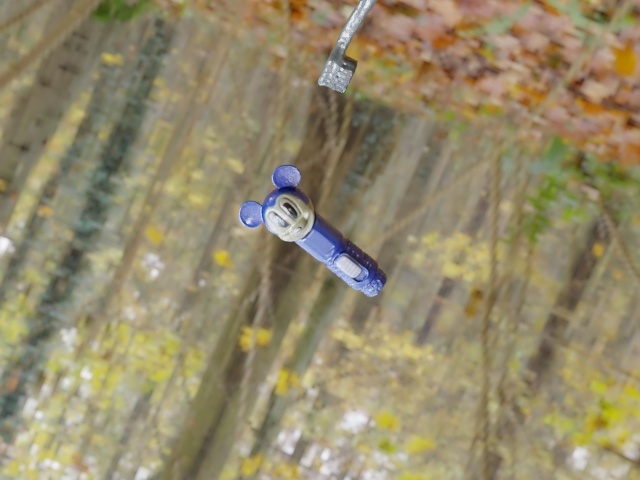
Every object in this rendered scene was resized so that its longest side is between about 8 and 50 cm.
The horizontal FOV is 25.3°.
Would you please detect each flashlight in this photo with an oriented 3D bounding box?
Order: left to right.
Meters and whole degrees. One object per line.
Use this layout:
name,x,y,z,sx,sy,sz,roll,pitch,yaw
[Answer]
flashlight,0.000,0.000,1.035,0.121,0.057,0.035,40,-169,-19

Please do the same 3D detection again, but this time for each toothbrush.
toothbrush,0.072,-0.271,1.370,0.031,0.297,0.030,28,-155,0
